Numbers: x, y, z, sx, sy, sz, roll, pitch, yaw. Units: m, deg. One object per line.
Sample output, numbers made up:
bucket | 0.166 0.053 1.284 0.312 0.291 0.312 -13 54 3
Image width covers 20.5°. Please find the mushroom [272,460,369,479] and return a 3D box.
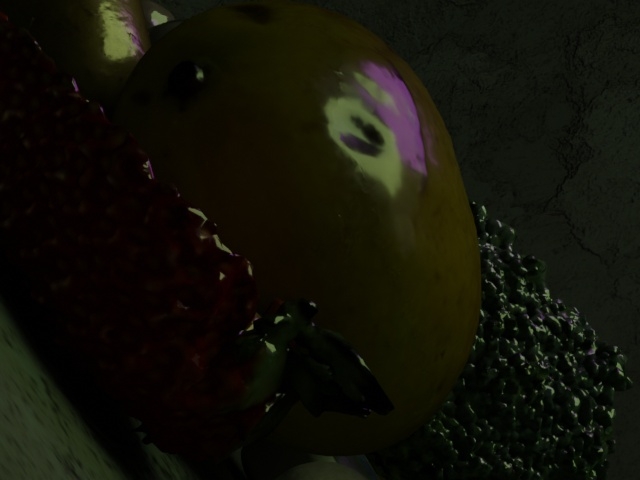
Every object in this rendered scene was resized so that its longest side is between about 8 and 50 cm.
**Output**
mushroom | 0.009 0.178 0.890 0.225 0.093 0.116 -165 -118 -82

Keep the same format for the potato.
potato | -0.174 -0.127 1.194 0.176 0.137 0.137 58 0 21

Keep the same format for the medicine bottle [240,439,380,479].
medicine bottle | 0.031 0.222 1.200 0.219 0.078 0.115 56 7 35

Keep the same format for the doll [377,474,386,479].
doll | 0.043 0.218 1.951 0.363 0.145 0.199 46 -45 31

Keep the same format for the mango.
mango | 0.000 0.000 1.179 0.445 0.221 0.301 37 31 -73

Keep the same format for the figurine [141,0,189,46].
figurine | -0.103 -0.086 1.757 0.248 0.203 0.380 61 -2 -41

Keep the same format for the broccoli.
broccoli | 0.108 0.123 1.555 0.317 0.277 0.338 28 -25 53

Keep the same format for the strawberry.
strawberry | -0.097 0.016 0.877 0.286 0.106 0.188 44 -7 11
